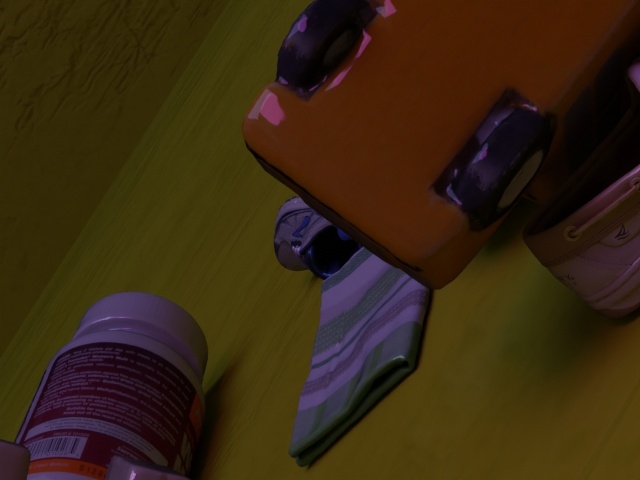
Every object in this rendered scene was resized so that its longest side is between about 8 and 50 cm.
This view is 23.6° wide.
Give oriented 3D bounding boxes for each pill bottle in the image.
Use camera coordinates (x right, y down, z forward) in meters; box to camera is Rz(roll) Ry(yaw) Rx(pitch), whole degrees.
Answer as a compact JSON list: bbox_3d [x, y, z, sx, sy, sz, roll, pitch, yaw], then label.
[{"bbox_3d":[-0.147,0.139,1.059,0.121,0.121,0.221,-48,16,32],"label":"pill bottle"}]

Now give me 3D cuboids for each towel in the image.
[{"bbox_3d":[0.025,0.046,0.880,0.113,0.023,0.152,-48,16,35],"label":"towel"}]

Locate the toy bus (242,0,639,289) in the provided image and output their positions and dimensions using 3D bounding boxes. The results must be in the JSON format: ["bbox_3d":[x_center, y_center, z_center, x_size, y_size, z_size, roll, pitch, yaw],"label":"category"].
[{"bbox_3d":[0.113,-0.132,0.657,0.333,0.108,0.130,-52,-17,-5],"label":"toy bus"}]

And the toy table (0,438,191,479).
[{"bbox_3d":[-0.064,0.163,0.532,0.274,0.252,0.161,0,75,64],"label":"toy table"}]

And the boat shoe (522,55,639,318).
[{"bbox_3d":[0.144,-0.050,0.603,0.170,0.059,0.063,-55,14,8],"label":"boat shoe"}]

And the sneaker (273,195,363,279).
[{"bbox_3d":[0.000,0.000,1.018,0.135,0.052,0.058,-35,30,58],"label":"sneaker"}]
